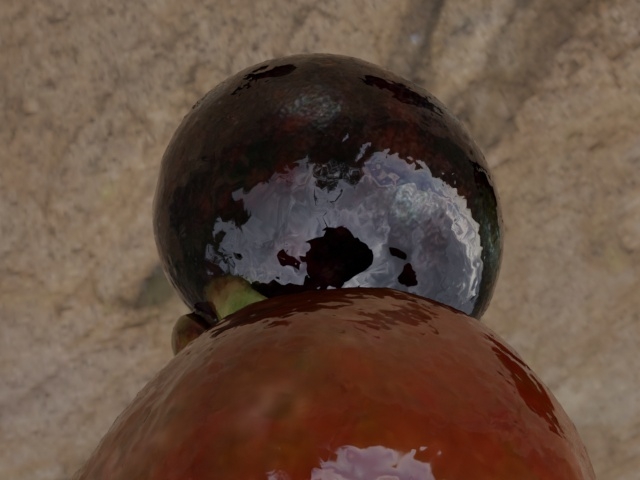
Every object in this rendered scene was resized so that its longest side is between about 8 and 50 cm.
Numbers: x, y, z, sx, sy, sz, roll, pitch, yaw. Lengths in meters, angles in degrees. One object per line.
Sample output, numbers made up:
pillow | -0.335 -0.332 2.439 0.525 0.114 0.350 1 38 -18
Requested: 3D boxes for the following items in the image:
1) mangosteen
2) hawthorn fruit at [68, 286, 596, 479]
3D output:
mangosteen | 0.000 0.000 1.059 0.288 0.288 0.288 -10 132 -11
hawthorn fruit | 0.010 0.156 0.664 0.311 0.295 0.295 -50 154 -37
